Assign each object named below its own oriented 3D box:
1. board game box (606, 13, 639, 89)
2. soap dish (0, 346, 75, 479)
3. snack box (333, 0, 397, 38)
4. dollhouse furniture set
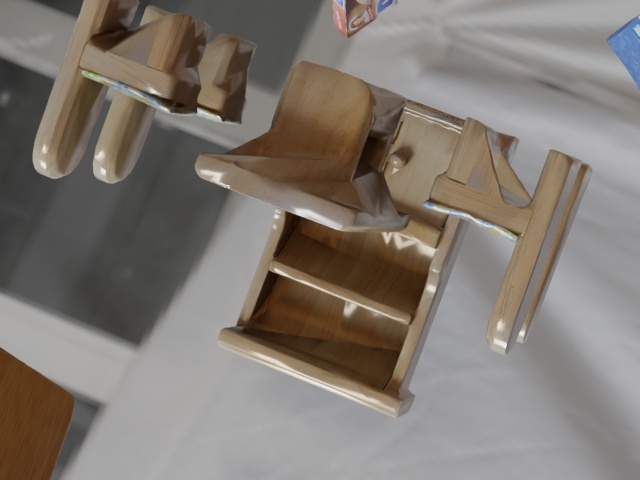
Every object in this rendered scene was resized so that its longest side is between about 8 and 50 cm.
[{"bbox_3d":[0.230,-0.077,0.759,0.201,0.136,0.035,-34,-2,-16],"label":"board game box"},{"bbox_3d":[-0.294,0.139,0.963,0.118,0.290,0.229,79,-160,-46],"label":"soap dish"},{"bbox_3d":[0.039,-0.253,1.733,0.064,0.022,0.178,-37,-24,-17],"label":"snack box"},{"bbox_3d":[0.000,0.000,1.506,0.394,0.362,0.256,-1,-69,-78],"label":"dollhouse furniture set"}]
